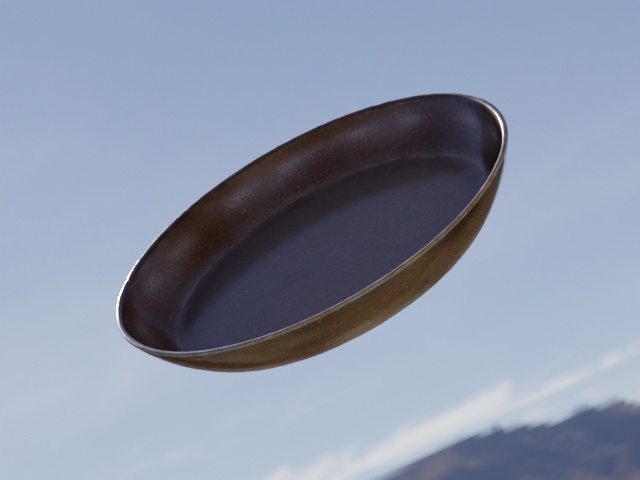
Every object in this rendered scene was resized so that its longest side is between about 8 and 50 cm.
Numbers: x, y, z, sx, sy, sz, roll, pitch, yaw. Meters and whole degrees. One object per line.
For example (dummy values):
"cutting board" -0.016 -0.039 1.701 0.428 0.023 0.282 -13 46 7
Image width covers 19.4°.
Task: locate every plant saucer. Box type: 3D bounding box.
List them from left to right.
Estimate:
"plant saucer" 0.000 0.000 1.337 0.311 0.050 0.310 -23 24 11
